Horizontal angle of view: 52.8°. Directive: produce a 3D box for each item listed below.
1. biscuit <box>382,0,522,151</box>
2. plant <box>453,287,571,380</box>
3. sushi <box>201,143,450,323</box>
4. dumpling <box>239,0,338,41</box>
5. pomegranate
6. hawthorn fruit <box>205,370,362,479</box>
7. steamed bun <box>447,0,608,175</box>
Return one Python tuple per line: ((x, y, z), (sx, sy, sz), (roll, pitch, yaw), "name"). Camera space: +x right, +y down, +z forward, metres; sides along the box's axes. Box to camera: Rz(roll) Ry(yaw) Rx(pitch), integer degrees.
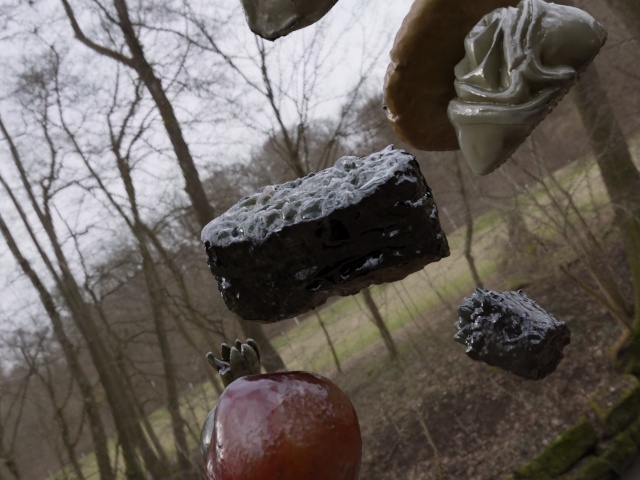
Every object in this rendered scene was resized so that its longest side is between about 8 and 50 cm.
((0.326, -0.397, 1.433), (0.447, 0.104, 0.429), (-11, -52, -37), "biscuit")
((0.317, 0.152, 1.110), (0.132, 0.195, 0.129), (4, -74, -43), "plant")
((0.000, 0.000, 0.889), (0.350, 0.170, 0.211), (-18, 21, 28), "sushi")
((-0.024, -0.335, 0.775), (0.199, 0.136, 0.118), (-40, -5, -6), "dumpling")
((-0.135, 0.358, 1.332), (0.243, 0.305, 0.242), (-7, -14, -2), "pomegranate")
((-0.035, 0.233, 0.673), (0.169, 0.188, 0.169), (-11, -39, -9), "hawthorn fruit")
((0.365, -0.321, 1.256), (0.309, 0.219, 0.324), (-47, -4, -25), "steamed bun")
